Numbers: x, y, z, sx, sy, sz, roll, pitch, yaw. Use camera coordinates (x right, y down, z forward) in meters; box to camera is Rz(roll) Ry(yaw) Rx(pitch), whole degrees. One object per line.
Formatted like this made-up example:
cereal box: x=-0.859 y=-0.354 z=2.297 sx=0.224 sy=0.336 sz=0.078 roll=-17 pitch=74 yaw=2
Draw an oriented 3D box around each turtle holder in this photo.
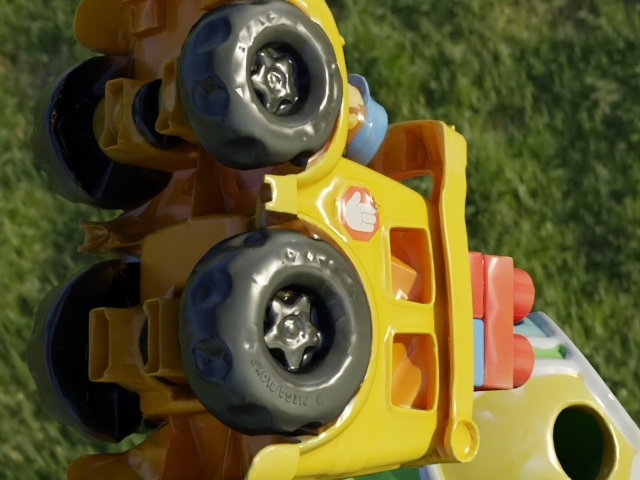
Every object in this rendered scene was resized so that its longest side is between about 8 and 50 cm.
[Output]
turtle holder: x=0.091 y=0.156 z=1.151 sx=0.227 sy=0.320 sz=0.243 roll=-36 pitch=76 yaw=1

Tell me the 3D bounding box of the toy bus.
toy bus: x=0.000 y=0.000 z=0.743 sx=0.149 sy=0.211 sz=0.220 roll=-12 pitch=78 yaw=53
